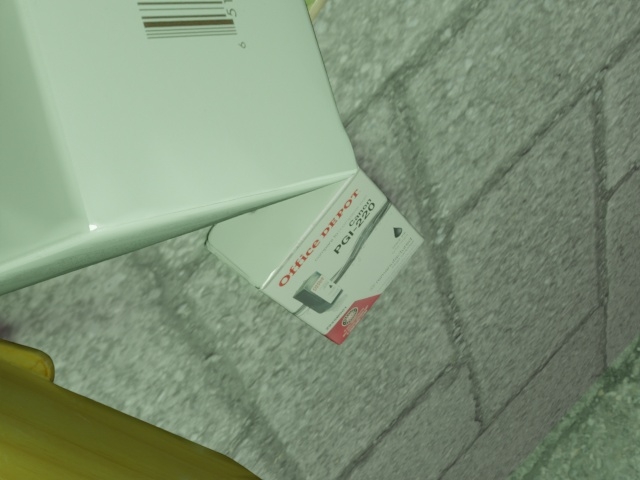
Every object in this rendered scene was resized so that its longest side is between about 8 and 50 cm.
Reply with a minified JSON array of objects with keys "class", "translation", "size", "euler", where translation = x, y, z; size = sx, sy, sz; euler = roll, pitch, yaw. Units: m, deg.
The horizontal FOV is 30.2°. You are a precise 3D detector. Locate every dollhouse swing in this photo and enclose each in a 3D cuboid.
[{"class":"dollhouse swing","translation":[-0.246,0.223,0.787],"size":[0.315,0.305,0.347],"euler":[-52,-177,0]}]

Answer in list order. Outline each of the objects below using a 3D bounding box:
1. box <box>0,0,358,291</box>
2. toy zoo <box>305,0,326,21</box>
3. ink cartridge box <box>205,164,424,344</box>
[{"class":"box","translation":[-0.186,-0.078,0.584],"size":[0.168,0.345,0.215],"euler":[-16,90,-51]},{"class":"toy zoo","translation":[-0.118,-0.179,0.935],"size":[0.192,0.030,0.293],"euler":[-56,150,6]},{"class":"ink cartridge box","translation":[0.000,0.000,1.231],"size":[0.158,0.092,0.218],"euler":[-52,148,-1]}]
